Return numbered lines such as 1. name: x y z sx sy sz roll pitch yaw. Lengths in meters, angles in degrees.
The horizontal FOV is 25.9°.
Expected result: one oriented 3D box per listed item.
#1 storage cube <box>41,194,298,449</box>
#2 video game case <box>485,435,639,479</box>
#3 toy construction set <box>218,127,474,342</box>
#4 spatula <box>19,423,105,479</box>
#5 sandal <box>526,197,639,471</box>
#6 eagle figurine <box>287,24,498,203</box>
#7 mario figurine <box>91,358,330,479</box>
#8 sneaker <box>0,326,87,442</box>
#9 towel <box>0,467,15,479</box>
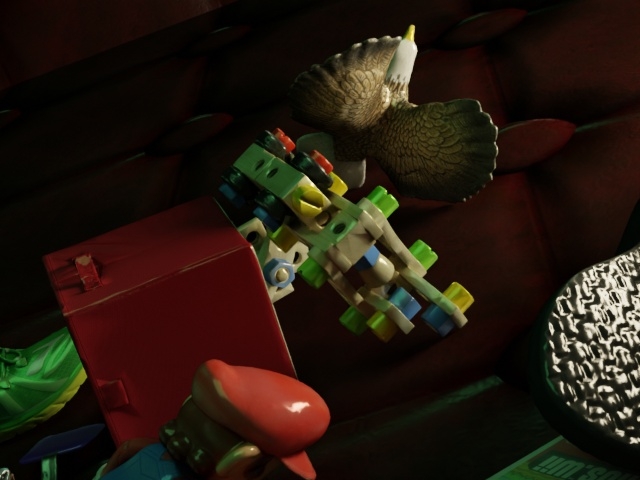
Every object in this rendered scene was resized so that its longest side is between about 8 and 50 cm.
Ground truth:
1. storage cube: -0.152 0.088 1.413 0.193 0.215 0.183 -21 22 -10
2. video game case: 0.184 0.206 0.994 0.285 0.025 0.204 -22 18 -38
3. toy construction set: 0.000 0.000 1.477 0.151 0.215 0.327 -54 30 -17
4. spatula: -0.274 0.256 1.382 0.084 0.030 0.296 -17 23 9
5. sandal: 0.269 0.079 1.141 0.107 0.167 0.445 -50 -8 33
6. eagle figurine: 0.077 -0.156 1.697 0.226 0.225 0.298 -12 17 0
7. mario figurine: -0.120 0.243 1.215 0.320 0.170 0.198 -36 68 -7
8. sneaker: -0.388 0.163 1.570 0.295 0.124 0.109 -25 23 -7
9. towel: -0.431 0.348 1.184 0.271 0.040 0.370 -6 40 15
